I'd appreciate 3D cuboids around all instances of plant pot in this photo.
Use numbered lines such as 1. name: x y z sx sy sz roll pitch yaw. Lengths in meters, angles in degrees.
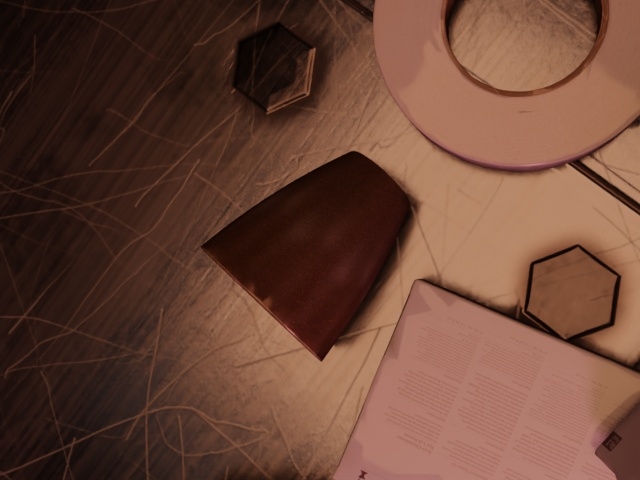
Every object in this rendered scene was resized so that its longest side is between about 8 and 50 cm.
1. plant pot: 0.000 0.000 1.086 0.215 0.215 0.230 42 83 10

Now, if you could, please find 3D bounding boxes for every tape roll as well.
1. tape roll: 0.264 -0.282 1.082 0.392 0.072 0.392 0 88 13

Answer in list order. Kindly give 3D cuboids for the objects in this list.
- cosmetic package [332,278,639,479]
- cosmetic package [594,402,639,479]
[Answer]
1. cosmetic package: 0.243 0.250 1.064 0.377 0.097 0.284 24 92 12
2. cosmetic package: 0.500 0.327 0.874 0.385 0.217 0.156 44 93 -3
